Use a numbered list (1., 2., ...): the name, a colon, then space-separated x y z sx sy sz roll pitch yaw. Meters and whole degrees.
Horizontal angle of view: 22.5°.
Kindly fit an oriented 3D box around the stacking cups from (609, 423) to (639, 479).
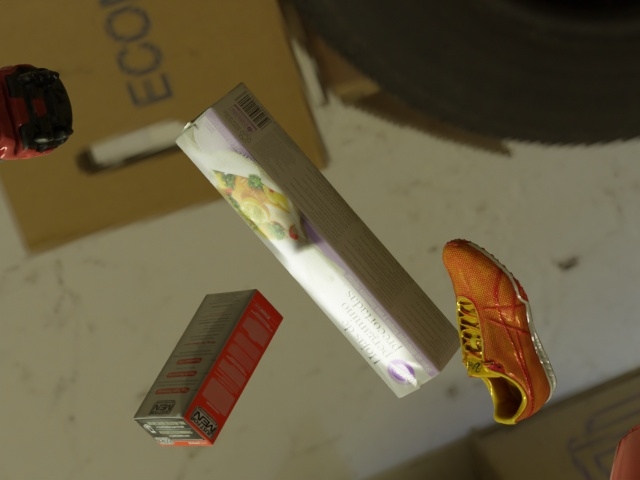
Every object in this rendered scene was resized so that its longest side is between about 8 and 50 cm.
1. stacking cups: 0.141 0.218 0.676 0.096 0.096 0.316 77 -152 -46

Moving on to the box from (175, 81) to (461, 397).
1. box: 0.000 0.000 1.493 0.324 0.067 0.063 48 131 -5

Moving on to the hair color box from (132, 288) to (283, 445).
1. hair color box: -0.097 0.110 1.402 0.072 0.141 0.043 -7 133 46

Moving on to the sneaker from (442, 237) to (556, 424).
1. sneaker: 0.147 0.079 1.381 0.064 0.067 0.175 -6 114 57

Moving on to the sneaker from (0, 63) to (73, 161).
1. sneaker: -0.355 -0.106 1.475 0.276 0.135 0.097 -11 -91 -60
